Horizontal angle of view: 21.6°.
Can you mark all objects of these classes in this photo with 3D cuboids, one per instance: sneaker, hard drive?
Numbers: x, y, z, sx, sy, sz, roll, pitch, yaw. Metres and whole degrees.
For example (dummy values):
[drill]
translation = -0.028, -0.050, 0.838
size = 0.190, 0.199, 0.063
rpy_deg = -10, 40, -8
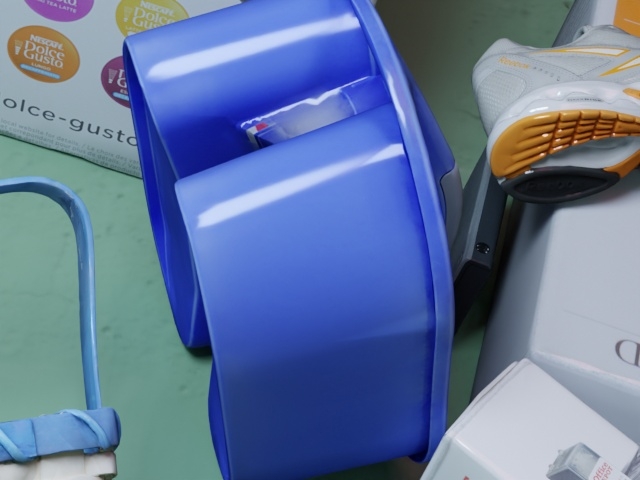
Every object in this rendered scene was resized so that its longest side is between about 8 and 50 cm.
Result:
[sneaker]
translation = 0.222, -0.099, 1.101
size = 0.262, 0.099, 0.121
rpy_deg = -1, 45, -18
[hard drive]
translation = 0.107, -0.002, 1.190
size = 0.022, 0.094, 0.135
rpy_deg = 21, 46, -3

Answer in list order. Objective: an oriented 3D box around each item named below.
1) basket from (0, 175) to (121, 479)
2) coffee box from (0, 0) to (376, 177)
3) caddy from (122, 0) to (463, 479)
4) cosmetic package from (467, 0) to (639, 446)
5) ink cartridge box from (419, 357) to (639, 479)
[basket]
translation = -0.230, 0.112, 0.870
size = 0.255, 0.201, 0.289
rpy_deg = -4, 83, -24
[coffee box]
translation = -0.114, -0.284, 1.191
size = 0.337, 0.334, 0.338
rpy_deg = 16, 47, -6
[caddy]
translation = 0.000, 0.000, 1.001
size = 0.179, 0.341, 0.241
rpy_deg = -15, 55, -9
[cosmetic package]
translation = 0.258, -0.005, 1.203
size = 0.230, 0.161, 0.453
rpy_deg = 19, 47, -2
[ink cartridge box]
translation = 0.155, 0.197, 0.988
size = 0.218, 0.158, 0.092
rpy_deg = 40, 49, 16
